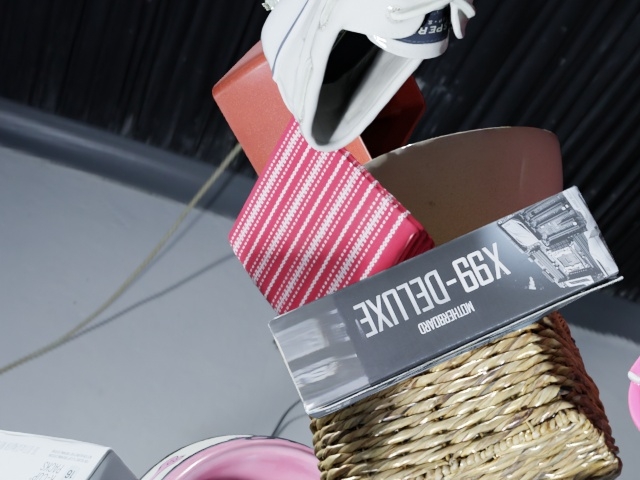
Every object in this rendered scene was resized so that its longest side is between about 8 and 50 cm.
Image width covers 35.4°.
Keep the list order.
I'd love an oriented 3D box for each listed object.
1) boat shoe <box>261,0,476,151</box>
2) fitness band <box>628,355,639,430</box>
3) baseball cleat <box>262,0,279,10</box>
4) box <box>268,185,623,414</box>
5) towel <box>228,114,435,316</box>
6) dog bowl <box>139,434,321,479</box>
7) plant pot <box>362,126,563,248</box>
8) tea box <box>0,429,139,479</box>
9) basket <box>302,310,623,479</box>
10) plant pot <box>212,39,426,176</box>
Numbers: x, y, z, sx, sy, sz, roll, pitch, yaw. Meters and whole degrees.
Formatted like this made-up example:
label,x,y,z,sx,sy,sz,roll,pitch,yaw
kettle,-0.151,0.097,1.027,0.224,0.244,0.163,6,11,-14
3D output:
label,x,y,z,sx,sy,sz,roll,pitch,yaw
boat shoe,0.043,-0.138,0.531,0.096,0.267,0.088,-5,67,-32
fitness band,0.646,0.227,1.675,0.209,0.054,0.291,35,83,34
baseball cleat,0.019,-0.285,1.185,0.206,0.072,0.109,35,47,24
box,0.088,0.067,0.838,0.242,0.307,0.077,-24,80,-4
towel,0.000,0.000,1.088,0.031,0.199,0.275,13,26,-39
dog bowl,-0.081,0.440,1.295,0.407,0.150,0.408,7,66,-15
plant pot,0.185,-0.006,1.281,0.284,0.284,0.191,-4,76,-28
tea box,-0.236,0.389,0.831,0.329,0.219,0.324,58,48,-29
basket,0.154,0.194,1.110,0.213,0.299,0.223,46,22,-46
plant pot,-0.014,-0.243,1.652,0.267,0.235,0.267,61,35,-22
